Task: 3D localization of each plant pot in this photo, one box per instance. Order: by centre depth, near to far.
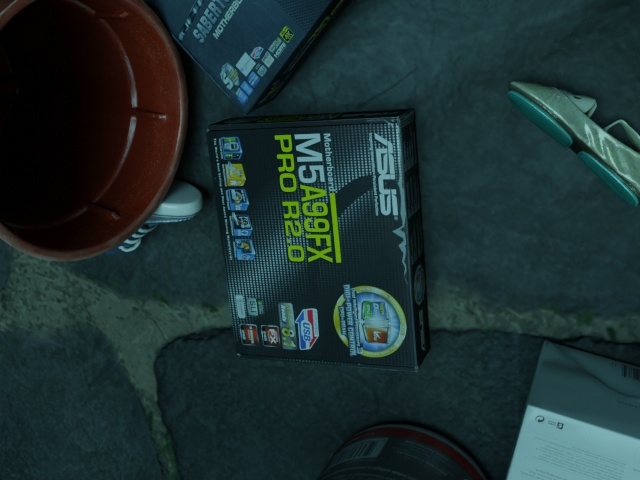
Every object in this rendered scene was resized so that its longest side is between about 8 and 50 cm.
[{"bbox_3d":[-0.329,-0.140,0.861,0.265,0.272,0.272,16,113,33],"label":"plant pot"}]

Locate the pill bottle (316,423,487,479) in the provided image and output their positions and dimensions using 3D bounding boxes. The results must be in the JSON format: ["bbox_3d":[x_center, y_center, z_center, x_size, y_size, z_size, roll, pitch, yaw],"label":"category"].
[{"bbox_3d":[0.042,0.355,0.809,0.210,0.363,0.210,8,110,21],"label":"pill bottle"}]

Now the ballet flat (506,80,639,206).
[{"bbox_3d":[0.247,-0.100,0.755,0.168,0.057,0.052,42,90,1],"label":"ballet flat"}]

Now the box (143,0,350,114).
[{"bbox_3d":[-0.067,-0.261,0.787,0.183,0.059,0.232,50,135,2],"label":"box"}]

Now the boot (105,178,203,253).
[{"bbox_3d":[-0.215,-0.026,0.966,0.190,0.069,0.086,10,119,27],"label":"boot"}]

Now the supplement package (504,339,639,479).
[{"bbox_3d":[0.279,0.238,0.790,0.194,0.149,0.203,16,113,17],"label":"supplement package"}]

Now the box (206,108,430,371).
[{"bbox_3d":[0.000,0.000,0.880,0.216,0.060,0.270,2,108,23],"label":"box"}]
